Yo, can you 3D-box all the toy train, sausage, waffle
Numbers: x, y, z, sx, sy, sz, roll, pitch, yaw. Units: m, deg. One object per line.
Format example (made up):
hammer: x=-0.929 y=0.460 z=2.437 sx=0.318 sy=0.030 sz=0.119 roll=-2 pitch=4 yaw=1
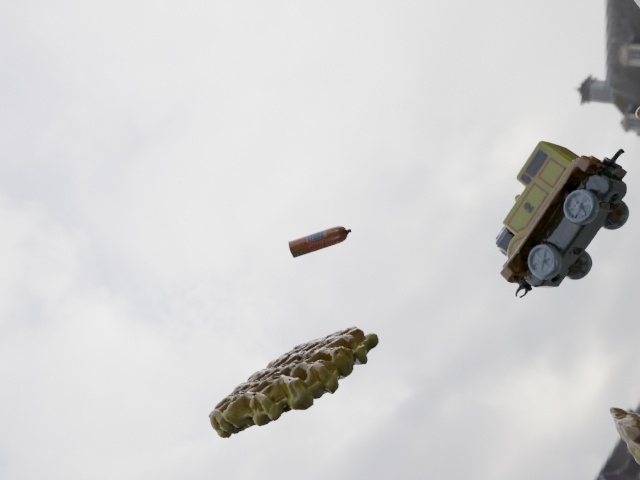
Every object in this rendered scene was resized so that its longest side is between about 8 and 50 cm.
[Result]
toy train: x=0.286 y=-0.030 z=0.885 sx=0.089 sy=0.127 sz=0.219 roll=5 pitch=-57 yaw=-40
sausage: x=0.000 y=0.000 z=1.171 sx=0.031 sy=0.107 sz=0.031 roll=-17 pitch=-90 yaw=-75
waffle: x=-0.031 y=0.140 z=0.726 sx=0.191 sy=0.191 sz=0.038 roll=-31 pitch=-88 yaw=-39

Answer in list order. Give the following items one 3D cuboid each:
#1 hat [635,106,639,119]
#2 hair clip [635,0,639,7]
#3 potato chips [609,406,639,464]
hat: x=0.167 y=-0.063 z=0.304 sx=0.146 sy=0.067 sz=0.146 roll=21 pitch=-117 yaw=-48
hair clip: x=0.354 y=-0.379 z=0.824 sx=0.330 sy=0.085 sz=0.101 roll=31 pitch=-71 yaw=-34
potato chips: x=0.341 y=0.181 z=0.459 sx=0.406 sy=0.057 sz=0.080 roll=16 pitch=-80 yaw=-14
